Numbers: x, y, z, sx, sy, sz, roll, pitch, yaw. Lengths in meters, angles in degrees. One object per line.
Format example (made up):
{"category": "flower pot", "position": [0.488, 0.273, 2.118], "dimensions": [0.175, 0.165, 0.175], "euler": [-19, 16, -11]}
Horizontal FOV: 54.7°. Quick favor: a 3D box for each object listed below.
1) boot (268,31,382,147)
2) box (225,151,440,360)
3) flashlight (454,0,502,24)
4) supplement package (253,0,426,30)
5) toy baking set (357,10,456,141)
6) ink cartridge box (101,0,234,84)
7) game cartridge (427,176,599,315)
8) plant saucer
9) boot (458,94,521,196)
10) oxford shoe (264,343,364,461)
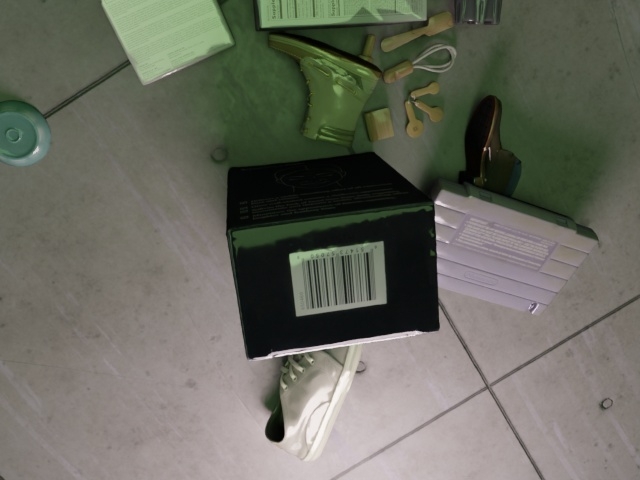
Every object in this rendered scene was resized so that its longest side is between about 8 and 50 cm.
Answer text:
{"category": "boot", "position": [-0.015, -0.274, 1.125], "dimensions": [0.213, 0.077, 0.165], "euler": [22, 116, 0]}
{"category": "box", "position": [0.000, 0.000, 1.048], "dimensions": [0.293, 0.395, 0.212], "euler": [-8, 110, -5]}
{"category": "flashlight", "position": [0.274, -0.536, 1.073], "dimensions": [0.103, 0.103, 0.304], "euler": [7, 110, 17]}
{"category": "supplement package", "position": [0.020, -0.451, 1.007], "dimensions": [0.262, 0.199, 0.198], "euler": [-5, 108, -7]}
{"category": "toy baking set", "position": [0.153, -0.308, 1.167], "dimensions": [0.196, 0.030, 0.256], "euler": [4, 113, -16]}
{"category": "ink cartridge box", "position": [-0.271, -0.404, 1.048], "dimensions": [0.180, 0.056, 0.225], "euler": [-23, 114, 0]}
{"category": "game cartridge", "position": [0.349, 0.016, 1.250], "dimensions": [0.354, 0.068, 0.230], "euler": [17, 120, -13]}
{"category": "plant saucer", "position": [-0.546, -0.189, 1.104], "dimensions": [0.119, 0.021, 0.120], "euler": [-2, 108, -7]}
{"category": "boot", "position": [0.345, -0.176, 1.219], "dimensions": [0.106, 0.082, 0.219], "euler": [-2, 118, -19]}
{"category": "oxford shoe", "position": [-0.011, 0.257, 1.259], "dimensions": [0.130, 0.169, 0.450], "euler": [15, 110, -11]}
